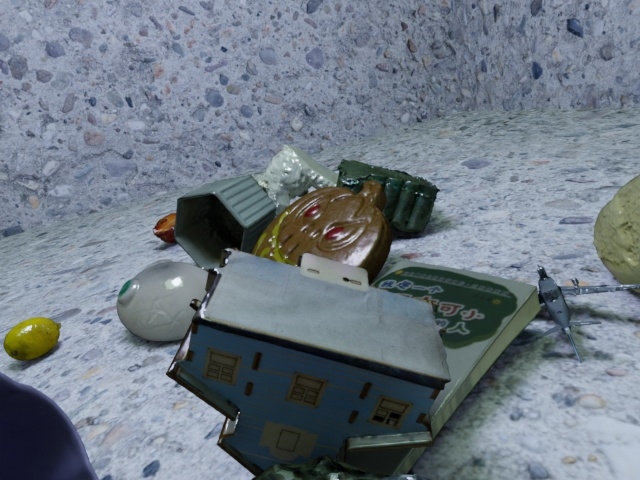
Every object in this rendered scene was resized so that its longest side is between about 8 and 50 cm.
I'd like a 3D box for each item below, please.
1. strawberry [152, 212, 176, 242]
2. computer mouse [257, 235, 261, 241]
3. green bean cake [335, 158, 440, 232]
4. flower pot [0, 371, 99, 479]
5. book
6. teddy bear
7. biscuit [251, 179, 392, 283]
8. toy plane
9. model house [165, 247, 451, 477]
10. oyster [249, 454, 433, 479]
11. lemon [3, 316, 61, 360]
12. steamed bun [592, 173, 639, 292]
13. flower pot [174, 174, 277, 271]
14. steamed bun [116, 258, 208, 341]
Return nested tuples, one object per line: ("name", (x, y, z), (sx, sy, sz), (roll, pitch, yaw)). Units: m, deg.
("strawberry", (-0.481, -0.042, 1.507), (0.140, 0.085, 0.192), (-6, 25, -5))
("computer mouse", (-0.046, -0.031, 1.199), (0.264, 0.088, 0.147), (-34, -1, -28))
("green bean cake", (0.158, -0.124, 1.160), (0.255, 0.132, 0.241), (11, 20, -7))
("flower pot", (-0.350, 0.276, 0.349), (0.243, 0.265, 0.265), (-28, 22, -9))
("book", (0.100, 0.151, 0.620), (0.371, 0.043, 0.260), (-36, 29, -32))
("teddy bear", (-0.115, -0.113, 1.455), (0.362, 0.375, 0.327), (-51, 10, 19))
("biscuit", (-0.005, -0.006, 0.921), (0.350, 0.070, 0.394), (-45, 30, -7))
("toy plane", (0.354, 0.092, 0.669), (0.226, 0.058, 0.226), (-22, 15, 23))
("model house", (-0.019, 0.144, 0.486), (0.271, 0.206, 0.178), (14, 29, -5))
("oyster", (0.032, 0.245, 0.342), (0.351, 0.158, 0.162), (-20, 52, 17))
("lemon", (-0.593, 0.201, 0.916), (0.082, 0.082, 0.111), (-2, 19, 27))
("steamed bun", (0.545, -0.016, 0.618), (0.232, 0.166, 0.273), (-6, -23, 4))
("flower pot", (-0.253, -0.050, 1.197), (0.209, 0.239, 0.189), (22, 28, 13))
("steamed bun", (-0.317, 0.114, 0.914), (0.228, 0.130, 0.177), (0, 25, 26))
